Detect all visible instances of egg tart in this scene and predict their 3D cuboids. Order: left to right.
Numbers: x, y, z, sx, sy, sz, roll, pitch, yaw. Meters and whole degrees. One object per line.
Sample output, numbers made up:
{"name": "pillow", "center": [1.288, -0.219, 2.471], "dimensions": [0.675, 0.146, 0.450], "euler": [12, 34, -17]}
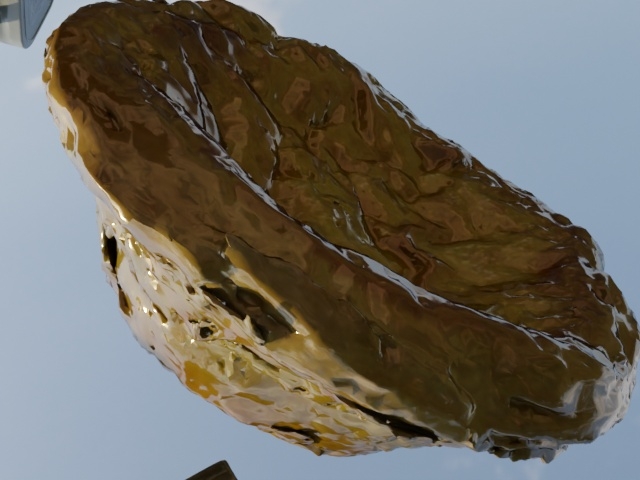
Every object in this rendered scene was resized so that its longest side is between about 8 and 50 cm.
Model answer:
{"name": "egg tart", "center": [0.004, 0.002, 0.574], "dimensions": [0.341, 0.129, 0.341], "euler": [25, -154, -13]}

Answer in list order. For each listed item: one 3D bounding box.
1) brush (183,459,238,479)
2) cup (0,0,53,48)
{"name": "brush", "center": [-0.212, 0.331, 1.216], "dimensions": [0.282, 0.048, 0.054], "euler": [-29, -127, -12]}
{"name": "cup", "center": [-0.287, -0.206, 0.886], "dimensions": [0.129, 0.095, 0.128], "euler": [14, -128, -1]}
